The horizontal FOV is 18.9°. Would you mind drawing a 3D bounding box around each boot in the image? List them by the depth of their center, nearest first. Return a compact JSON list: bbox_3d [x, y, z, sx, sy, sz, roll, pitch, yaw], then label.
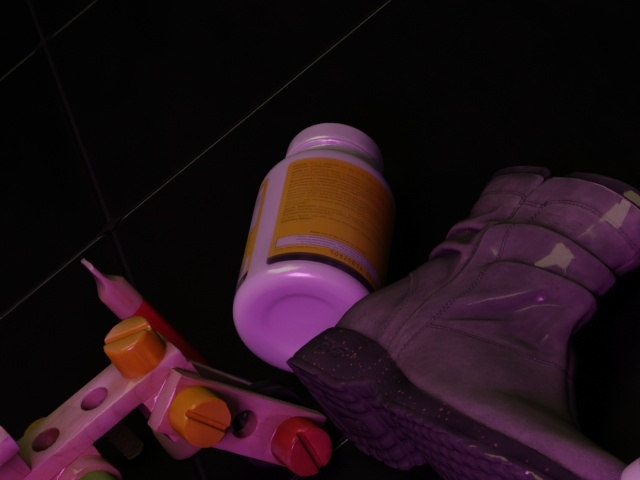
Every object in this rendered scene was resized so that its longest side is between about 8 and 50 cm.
[{"bbox_3d":[0.135,0.054,1.135,0.223,0.118,0.338,-42,33,-13],"label":"boot"}]

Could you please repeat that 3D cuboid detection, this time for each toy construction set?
[{"bbox_3d":[-0.153,0.113,1.264,0.257,0.237,0.309,-34,29,14],"label":"toy construction set"}]

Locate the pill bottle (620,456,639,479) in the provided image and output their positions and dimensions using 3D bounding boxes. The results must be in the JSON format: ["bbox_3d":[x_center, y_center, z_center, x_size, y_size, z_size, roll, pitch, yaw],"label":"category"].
[{"bbox_3d":[0.252,0.105,0.920,0.193,0.108,0.108,-35,29,11],"label":"pill bottle"}]

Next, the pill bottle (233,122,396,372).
[{"bbox_3d":[0.000,0.000,1.373,0.103,0.103,0.184,-25,33,28],"label":"pill bottle"}]
